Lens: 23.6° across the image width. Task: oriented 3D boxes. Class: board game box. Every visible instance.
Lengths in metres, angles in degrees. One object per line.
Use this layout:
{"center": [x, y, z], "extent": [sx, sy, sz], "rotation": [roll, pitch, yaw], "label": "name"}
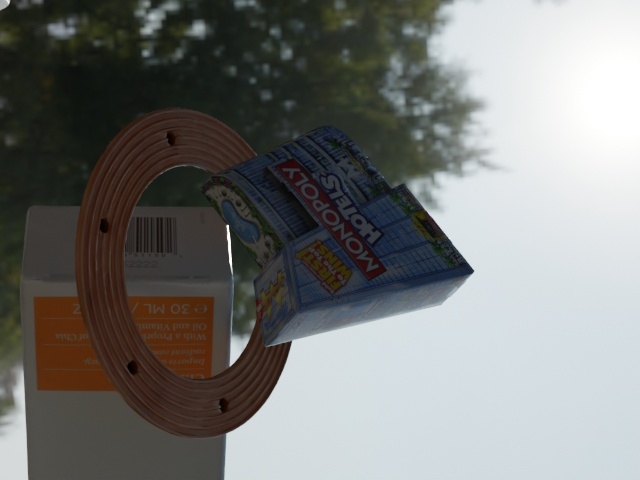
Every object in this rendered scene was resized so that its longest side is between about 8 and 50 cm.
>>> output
{"center": [0.000, 0.000, 1.278], "extent": [0.194, 0.194, 0.060], "rotation": [51, -45, 11], "label": "board game box"}

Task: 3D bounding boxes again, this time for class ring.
{"center": [-0.134, 0.033, 1.559], "extent": [0.032, 0.336, 0.337], "rotation": [-6, -88, 36], "label": "ring"}

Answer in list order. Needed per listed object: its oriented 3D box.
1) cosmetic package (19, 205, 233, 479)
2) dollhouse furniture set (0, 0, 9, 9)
{"center": [-0.223, 0.191, 1.766], "extent": [0.161, 0.230, 0.453], "rotation": [-101, -168, -57], "label": "cosmetic package"}
{"center": [-0.204, -0.354, 1.378], "extent": [0.174, 0.355, 0.303], "rotation": [64, -4, 3], "label": "dollhouse furniture set"}
